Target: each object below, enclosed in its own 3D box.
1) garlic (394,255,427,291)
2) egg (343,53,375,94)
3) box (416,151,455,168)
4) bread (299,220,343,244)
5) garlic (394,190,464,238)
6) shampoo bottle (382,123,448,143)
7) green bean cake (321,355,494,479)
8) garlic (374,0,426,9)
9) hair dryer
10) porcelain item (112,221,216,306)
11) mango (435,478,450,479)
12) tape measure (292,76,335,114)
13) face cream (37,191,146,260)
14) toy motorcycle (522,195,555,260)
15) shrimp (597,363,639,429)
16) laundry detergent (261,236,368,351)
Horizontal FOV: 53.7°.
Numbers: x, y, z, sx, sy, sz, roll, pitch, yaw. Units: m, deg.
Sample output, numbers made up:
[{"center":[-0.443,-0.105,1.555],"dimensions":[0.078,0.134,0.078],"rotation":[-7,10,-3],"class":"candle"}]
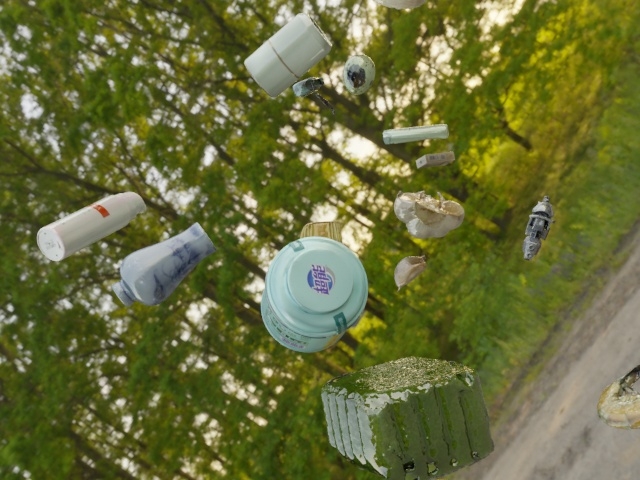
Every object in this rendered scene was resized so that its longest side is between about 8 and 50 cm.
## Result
[{"center":[0.281,0.096,2.053],"dimensions":[0.152,0.066,0.084],"rotation":[-35,16,-12],"class":"garlic"},{"center":[0.099,-0.429,1.634],"dimensions":[0.085,0.085,0.110],"rotation":[102,-176,-70],"class":"egg"},{"center":[0.289,-0.202,1.589],"dimensions":[0.083,0.024,0.053],"rotation":[-10,-6,-21],"class":"box"},{"center":[0.000,0.000,2.205],"dimensions":[0.288,0.152,0.119],"rotation":[112,155,-86],"class":"bread"},{"center":[0.354,-0.077,2.081],"dimensions":[0.178,0.229,0.143],"rotation":[-57,-25,-67],"class":"garlic"},{"center":[0.315,-0.351,2.091],"dimensions":[0.072,0.212,0.049],"rotation":[-58,-39,-58],"class":"shampoo bottle"},{"center":[0.198,0.408,1.475],"dimensions":[0.319,0.334,0.218],"rotation":[169,91,-73],"class":"green bean cake"},{"center":[0.215,-0.716,1.685],"dimensions":[0.281,0.203,0.185],"rotation":[-84,9,-67],"class":"garlic"},{"center":[-0.062,-0.445,1.486],"dimensions":[0.173,0.108,0.357],"rotation":[-35,15,14],"class":"hair dryer"},{"center":[-0.385,0.061,1.553],"dimensions":[0.259,0.141,0.141],"rotation":[-37,-11,-9],"class":"porcelain item"},{"center":[0.437,0.852,2.078],"dimensions":[0.090,0.178,0.115],"rotation":[-55,13,-32],"class":"mango"},{"center":[-0.024,-0.521,2.353],"dimensions":[0.107,0.180,0.104],"rotation":[-18,25,27],"class":"tape measure"},{"center":[-0.626,-0.054,1.769],"dimensions":[0.102,0.102,0.345],"rotation":[-63,-9,32],"class":"face cream"},{"center":[0.691,-0.036,1.999],"dimensions":[0.122,0.080,0.215],"rotation":[-6,-67,-71],"class":"toy motorcycle"},{"center":[0.586,0.259,1.112],"dimensions":[0.217,0.051,0.150],"rotation":[-28,9,2],"class":"shrimp"},{"center":[-0.021,0.154,1.802],"dimensions":[0.287,0.287,0.305],"rotation":[-56,-4,-21],"class":"laundry detergent"}]
